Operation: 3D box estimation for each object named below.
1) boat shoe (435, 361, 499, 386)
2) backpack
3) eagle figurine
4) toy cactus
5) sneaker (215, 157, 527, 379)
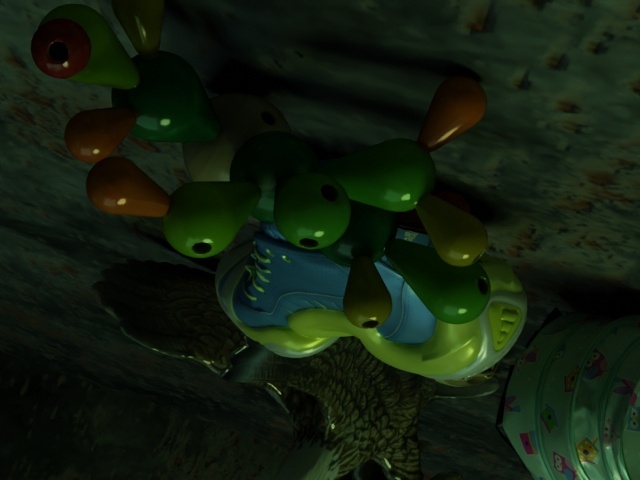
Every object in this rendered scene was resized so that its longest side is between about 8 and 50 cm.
[{"bbox_3d":[0.099,0.073,0.958,0.045,0.050,0.135,19,169,26],"label":"boat shoe"},{"bbox_3d":[0.192,0.113,0.829,0.182,0.152,0.115,41,152,-30],"label":"backpack"},{"bbox_3d":[0.001,0.110,1.060,0.226,0.225,0.298,-24,118,10],"label":"eagle figurine"},{"bbox_3d":[-0.025,-0.042,0.596,0.219,0.112,0.180,21,-174,-20],"label":"toy cactus"},{"bbox_3d":[0.000,0.000,0.766,0.240,0.091,0.126,4,142,50],"label":"sneaker"}]
